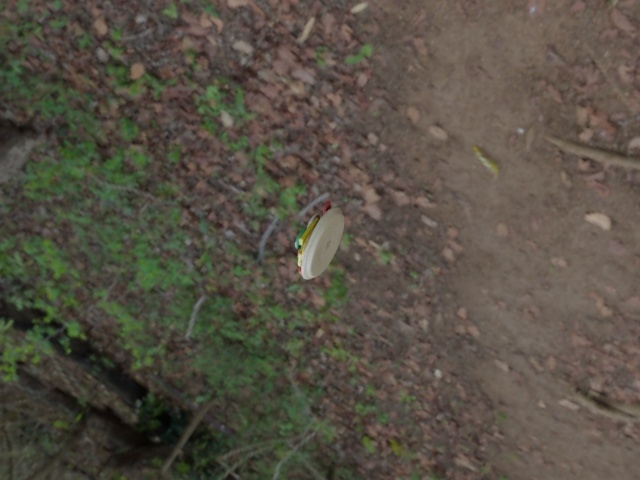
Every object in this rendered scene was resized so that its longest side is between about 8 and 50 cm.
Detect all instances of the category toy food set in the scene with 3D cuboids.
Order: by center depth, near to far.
[{"bbox_3d":[0.000,0.000,0.862,0.020,0.083,0.082,25,140,18],"label":"toy food set"}]
